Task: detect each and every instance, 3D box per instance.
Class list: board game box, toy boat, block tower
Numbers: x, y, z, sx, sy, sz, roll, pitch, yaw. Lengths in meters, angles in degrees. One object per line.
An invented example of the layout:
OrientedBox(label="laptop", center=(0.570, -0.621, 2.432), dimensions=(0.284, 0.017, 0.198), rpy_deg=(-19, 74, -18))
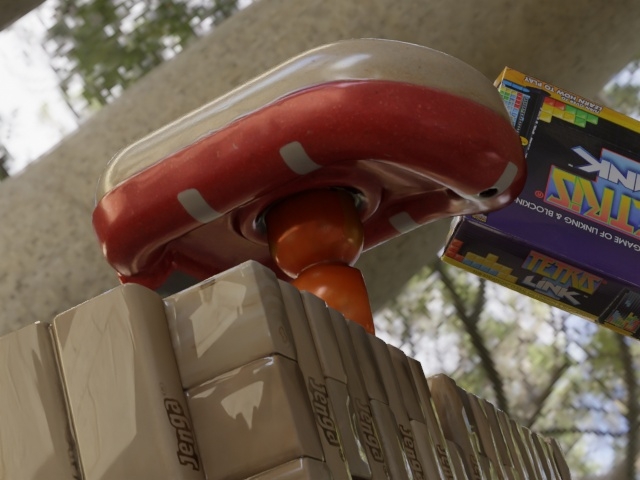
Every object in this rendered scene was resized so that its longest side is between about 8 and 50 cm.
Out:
OrientedBox(label="board game box", center=(0.172, -0.019, 0.893), dimensions=(0.170, 0.141, 0.048), rpy_deg=(21, -42, -3))
OrientedBox(label="toy boat", center=(0.000, 0.000, 0.748), dimensions=(0.151, 0.231, 0.151), rpy_deg=(25, 45, -55))
OrientedBox(label="block tower", center=(0.017, 0.103, 0.522), dimensions=(0.335, 0.091, 0.097), rpy_deg=(32, 39, -61))
